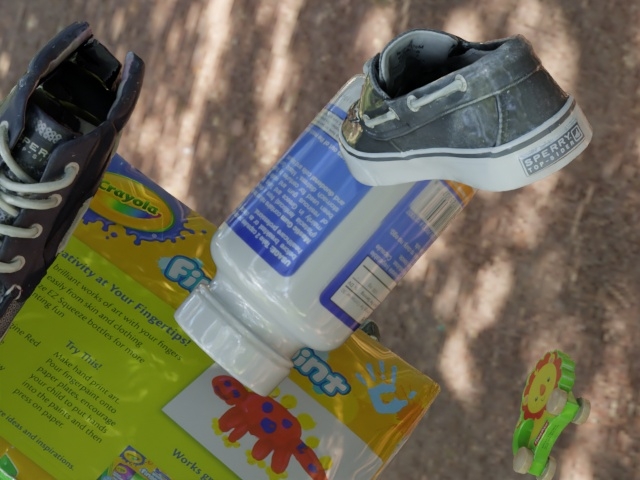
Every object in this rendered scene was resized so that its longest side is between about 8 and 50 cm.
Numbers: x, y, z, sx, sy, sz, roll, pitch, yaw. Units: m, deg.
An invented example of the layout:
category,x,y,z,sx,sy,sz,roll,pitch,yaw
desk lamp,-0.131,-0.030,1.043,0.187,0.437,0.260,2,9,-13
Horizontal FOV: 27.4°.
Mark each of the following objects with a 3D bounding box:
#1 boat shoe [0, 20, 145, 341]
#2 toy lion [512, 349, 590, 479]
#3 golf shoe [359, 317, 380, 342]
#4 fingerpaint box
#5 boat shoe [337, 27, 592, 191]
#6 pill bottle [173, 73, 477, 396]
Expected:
category,x,y,z,sx,sy,sz,roll,pitch,yaw
boat shoe,-0.251,-0.026,1.001,0.158,0.127,0.340,-46,17,54
toy lion,0.198,0.150,1.164,0.096,0.034,0.100,-107,41,-68
golf shoe,-0.011,0.218,2.010,0.273,0.105,0.120,-55,28,5
fingerpaint box,-0.170,0.167,1.293,0.371,0.445,0.163,-47,-13,-41
boat shoe,0.076,-0.101,0.930,0.108,0.102,0.301,-35,16,-11
pill bottle,0.000,0.000,1.157,0.272,0.152,0.152,-48,30,0
